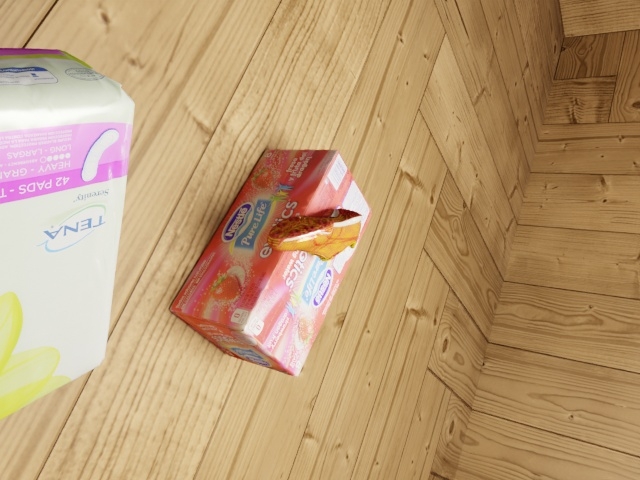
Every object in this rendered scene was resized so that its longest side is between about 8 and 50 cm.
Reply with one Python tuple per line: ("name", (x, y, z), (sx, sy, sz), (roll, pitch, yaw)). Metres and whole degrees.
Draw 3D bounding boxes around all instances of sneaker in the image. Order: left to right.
("sneaker", (0.000, 0.000, 0.684), (0.175, 0.064, 0.067), (-10, 112, -50))

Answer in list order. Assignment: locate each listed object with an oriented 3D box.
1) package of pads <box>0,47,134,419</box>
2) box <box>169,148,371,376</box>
("package of pads", (-0.263, 0.013, 0.387), (0.229, 0.101, 0.296), (-26, 142, -53))
("box", (-0.058, 0.023, 0.783), (0.154, 0.142, 0.299), (53, 54, -45))
